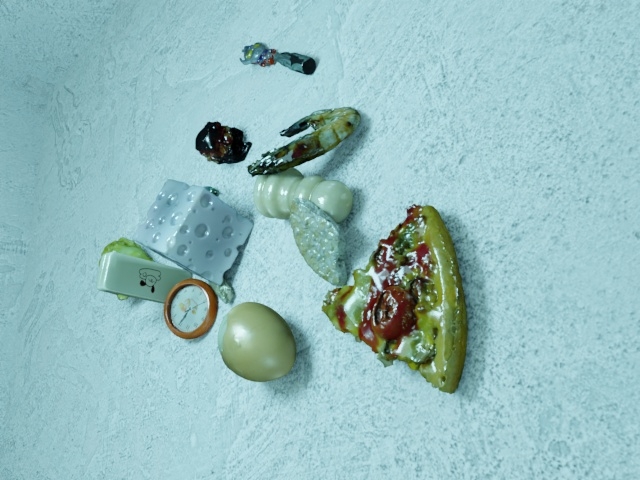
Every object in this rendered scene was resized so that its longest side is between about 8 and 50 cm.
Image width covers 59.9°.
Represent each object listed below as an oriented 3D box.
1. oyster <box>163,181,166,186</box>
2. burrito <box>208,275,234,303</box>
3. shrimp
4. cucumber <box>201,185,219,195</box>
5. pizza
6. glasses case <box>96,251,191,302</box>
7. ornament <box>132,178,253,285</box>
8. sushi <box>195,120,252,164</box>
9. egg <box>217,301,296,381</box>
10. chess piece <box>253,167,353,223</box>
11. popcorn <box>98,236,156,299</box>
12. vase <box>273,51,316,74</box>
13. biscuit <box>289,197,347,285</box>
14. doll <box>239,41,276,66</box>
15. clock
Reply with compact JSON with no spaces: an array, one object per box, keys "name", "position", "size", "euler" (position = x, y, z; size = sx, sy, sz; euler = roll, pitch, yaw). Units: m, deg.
[{"name":"oyster","position":[-0.532,-0.077,2.091],"size":[0.129,0.078,0.345],"euler":[-48,54,44]},{"name":"burrito","position":[-0.337,0.141,1.843],"size":[0.058,0.045,0.188],"euler":[-47,42,1]},{"name":"shrimp","position":[-0.054,-0.296,1.621],"size":[0.364,0.071,0.233],"euler":[-27,35,1]},{"name":"cucumber","position":[-0.458,-0.172,2.080],"size":[0.250,0.056,0.056],"euler":[-7,70,44]},{"name":"pizza","position":[0.145,0.151,1.304],"size":[0.405,0.130,0.441],"euler":[-20,61,36]},{"name":"glasses case","position":[-0.601,0.136,1.910],"size":[0.070,0.312,0.131],"euler":[-9,68,46]},{"name":"ornament","position":[-0.416,-0.029,1.817],"size":[0.239,0.239,0.240],"euler":[17,74,46]},{"name":"sushi","position":[-0.364,-0.349,1.984],"size":[0.172,0.150,0.153],"euler":[34,99,46]},{"name":"egg","position":[-0.170,0.281,1.514],"size":[0.244,0.201,0.201],"euler":[27,94,35]},{"name":"chess piece","position":[-0.041,-0.122,1.582],"size":[0.299,0.167,0.167],"euler":[16,86,43]},{"name":"popcorn","position":[-0.763,0.127,2.189],"size":[0.285,0.173,0.226],"euler":[32,113,36]},{"name":"vase","position":[-0.096,-0.610,1.886],"size":[0.211,0.059,0.060],"euler":[35,99,45]},{"name":"biscuit","position":[0.000,0.000,1.486],"size":[0.188,0.040,0.266],"euler":[-27,90,50]},{"name":"doll","position":[-0.231,-0.685,2.051],"size":[0.194,0.062,0.104],"euler":[30,97,40]},{"name":"clock","position":[-0.439,0.230,1.875],"size":[0.205,0.051,0.206],"euler":[-6,75,22]}]
